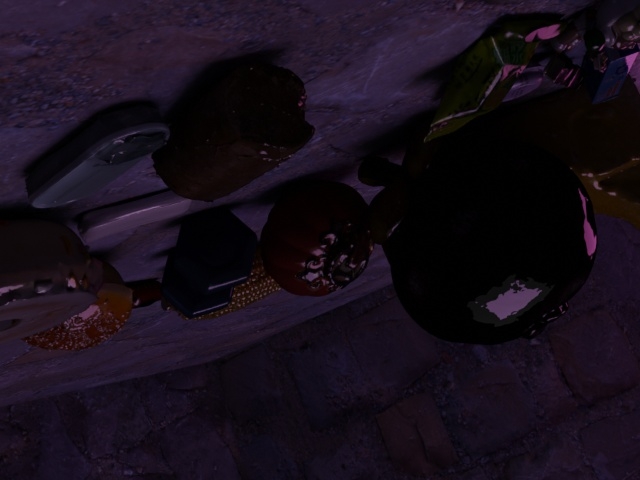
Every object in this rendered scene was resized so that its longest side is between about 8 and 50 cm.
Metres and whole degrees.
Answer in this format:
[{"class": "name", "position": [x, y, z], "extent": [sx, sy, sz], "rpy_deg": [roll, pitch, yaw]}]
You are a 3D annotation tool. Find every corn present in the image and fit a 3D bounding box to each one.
[{"class": "corn", "position": [-0.187, 0.085, 2.490], "extent": [0.347, 0.130, 0.130], "rpy_deg": [-18, 171, -31]}]

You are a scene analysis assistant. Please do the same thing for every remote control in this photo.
[{"class": "remote control", "position": [-0.285, -0.103, 1.452], "extent": [0.247, 0.052, 0.104], "rpy_deg": [-28, 169, 40]}]

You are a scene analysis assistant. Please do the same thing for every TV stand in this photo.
[{"class": "TV stand", "position": [0.377, -0.260, 1.776], "extent": [0.036, 0.042, 0.249], "rpy_deg": [-53, 168, 16]}]

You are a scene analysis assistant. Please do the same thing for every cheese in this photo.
[{"class": "cheese", "position": [0.275, -0.241, 1.806], "extent": [0.191, 0.042, 0.105], "rpy_deg": [-19, 170, -6]}]

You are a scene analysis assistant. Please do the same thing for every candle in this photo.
[{"class": "candle", "position": [-0.442, 0.125, 2.417], "extent": [0.084, 0.059, 0.302], "rpy_deg": [-38, 165, 27]}]

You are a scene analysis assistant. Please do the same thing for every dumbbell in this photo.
[{"class": "dumbbell", "position": [-0.214, 0.048, 2.172], "extent": [0.160, 0.144, 0.325], "rpy_deg": [-18, 170, -17]}]

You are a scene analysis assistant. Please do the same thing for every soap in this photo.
[{"class": "soap", "position": [0.450, -0.111, 2.106], "extent": [0.339, 0.304, 0.169], "rpy_deg": [-19, 167, -4]}]

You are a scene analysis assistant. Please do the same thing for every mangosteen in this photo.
[{"class": "mangosteen", "position": [0.266, -0.029, 1.995], "extent": [0.382, 0.435, 0.382], "rpy_deg": [-34, 167, -9]}]

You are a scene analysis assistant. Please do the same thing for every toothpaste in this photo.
[{"class": "toothpaste", "position": [0.463, -0.286, 1.847], "extent": [0.053, 0.066, 0.272], "rpy_deg": [-21, 171, 4]}]

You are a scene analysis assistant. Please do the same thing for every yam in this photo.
[{"class": "yam", "position": [-0.107, -0.131, 1.427], "extent": [0.129, 0.128, 0.238], "rpy_deg": [-53, -167, -27]}]

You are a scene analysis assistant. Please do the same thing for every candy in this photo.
[{"class": "candy", "position": [0.238, -0.237, 1.660], "extent": [0.149, 0.069, 0.246], "rpy_deg": [-17, 150, -46]}]

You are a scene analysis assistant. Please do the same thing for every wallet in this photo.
[{"class": "wallet", "position": [-0.296, -0.042, 1.834], "extent": [0.190, 0.033, 0.095], "rpy_deg": [-16, 168, -18]}]

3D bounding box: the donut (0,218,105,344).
[{"class": "donut", "position": [-0.511, 0.073, 1.722], "extent": [0.382, 0.142, 0.382], "rpy_deg": [-18, 171, -3]}]

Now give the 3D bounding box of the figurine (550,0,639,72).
[{"class": "figurine", "position": [0.412, -0.296, 1.614], "extent": [0.147, 0.093, 0.197], "rpy_deg": [-25, 178, -33]}]

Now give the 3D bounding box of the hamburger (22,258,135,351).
[{"class": "hamburger", "position": [-0.449, 0.120, 2.107], "extent": [0.237, 0.147, 0.237], "rpy_deg": [-20, 168, -5]}]

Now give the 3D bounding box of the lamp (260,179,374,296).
[{"class": "lamp", "position": [0.000, 0.000, 2.109], "extent": [0.227, 0.227, 0.227], "rpy_deg": [-19, 171, -3]}]
